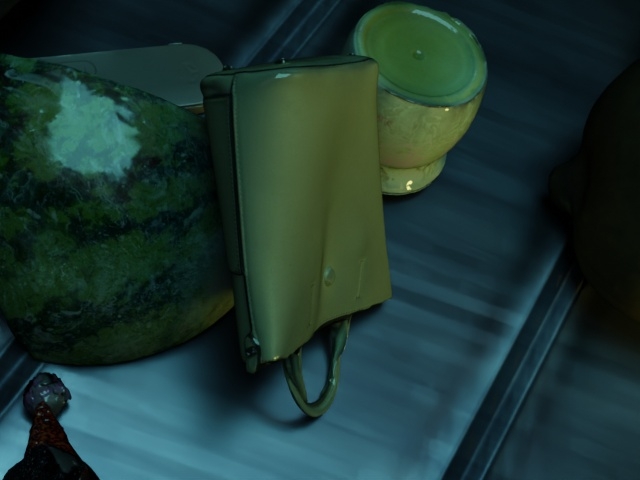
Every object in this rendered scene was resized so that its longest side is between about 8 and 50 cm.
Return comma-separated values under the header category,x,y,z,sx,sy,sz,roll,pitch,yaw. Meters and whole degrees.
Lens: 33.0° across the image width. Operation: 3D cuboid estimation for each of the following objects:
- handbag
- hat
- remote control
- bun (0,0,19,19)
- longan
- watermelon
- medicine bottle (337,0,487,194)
category,x,y,z,sx,sy,sz,roll,pitch,yaw
handbag,0.000,0.000,0.930,0.241,0.109,0.315,-21,104,-59
hat,-0.199,0.194,0.838,0.129,0.140,0.227,1,50,-28
remote control,-0.212,-0.151,1.063,0.245,0.022,0.077,-10,68,-21
bun,-0.342,-0.298,0.978,0.282,0.281,0.204,-1,80,-17
longan,0.371,-0.054,1.069,0.300,0.243,0.300,-12,56,18
watermelon,-0.166,-0.018,0.939,0.260,0.256,0.176,11,16,-3
medicine bottle,0.078,-0.139,1.074,0.147,0.143,0.147,9,54,-13
